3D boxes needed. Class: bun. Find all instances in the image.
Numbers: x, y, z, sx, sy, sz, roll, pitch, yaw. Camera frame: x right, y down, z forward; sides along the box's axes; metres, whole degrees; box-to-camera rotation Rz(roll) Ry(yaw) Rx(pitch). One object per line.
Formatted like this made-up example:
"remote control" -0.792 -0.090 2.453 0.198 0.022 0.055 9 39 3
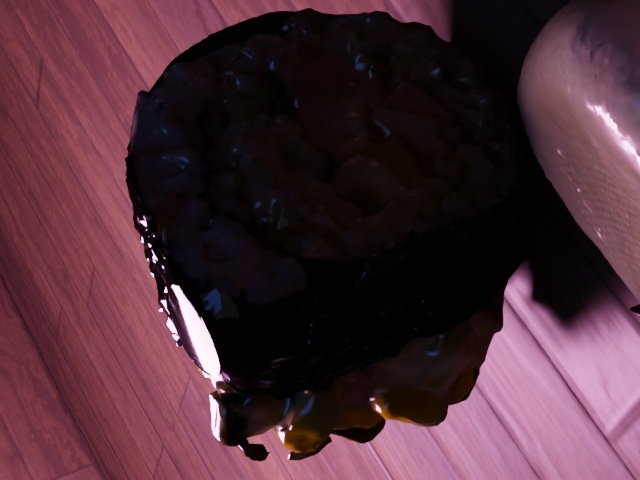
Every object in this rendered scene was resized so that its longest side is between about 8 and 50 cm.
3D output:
"bun" 0.257 -0.046 0.740 0.293 0.187 0.293 55 176 6

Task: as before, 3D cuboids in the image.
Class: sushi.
"sushi" 0.000 0.000 1.080 0.329 0.328 0.285 50 156 31
